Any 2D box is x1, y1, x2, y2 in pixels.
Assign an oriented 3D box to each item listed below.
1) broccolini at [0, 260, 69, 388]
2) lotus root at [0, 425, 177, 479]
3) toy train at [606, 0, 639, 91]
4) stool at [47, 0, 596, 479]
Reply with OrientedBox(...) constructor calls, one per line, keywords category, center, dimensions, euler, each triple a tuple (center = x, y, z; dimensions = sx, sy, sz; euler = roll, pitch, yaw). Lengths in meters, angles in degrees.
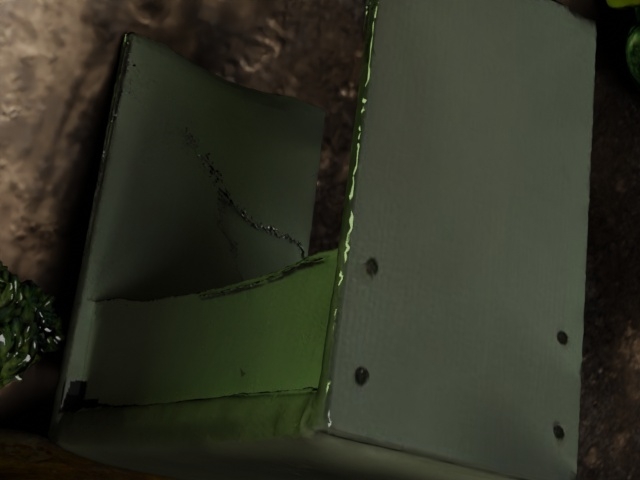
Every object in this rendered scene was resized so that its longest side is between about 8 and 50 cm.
OrientedBox(category="broccolini", center=(-0.220, 0.075, 0.513), dimensions=(0.079, 0.392, 0.074), euler=(-29, 93, 12))
OrientedBox(category="lotus root", center=(-0.130, 0.213, 0.686), dimensions=(0.398, 0.196, 0.179), euler=(18, 88, -33))
OrientedBox(category="toy train", center=(0.391, -0.258, 0.961), dimensions=(0.397, 0.160, 0.253), euler=(-23, 107, -29))
OrientedBox(category="stool", center=(0.000, 0.000, 0.642), dimensions=(0.170, 0.244, 0.269), euler=(20, 69, -37))
